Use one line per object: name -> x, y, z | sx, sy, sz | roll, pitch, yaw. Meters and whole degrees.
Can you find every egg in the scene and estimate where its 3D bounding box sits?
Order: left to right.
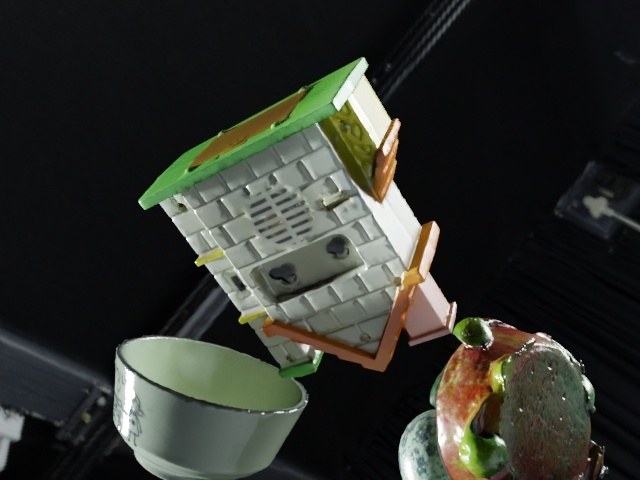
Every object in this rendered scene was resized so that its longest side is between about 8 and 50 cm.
egg -> 0.189, 0.350, 1.223 | 0.132, 0.132, 0.172 | 47, -142, -47

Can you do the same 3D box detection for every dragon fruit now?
dragon fruit -> 0.242, 0.229, 0.972 | 0.295, 0.130, 0.268 | 4, -97, -46

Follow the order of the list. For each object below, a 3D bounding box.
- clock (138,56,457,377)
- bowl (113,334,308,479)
clock -> 0.000, 0.000, 0.730 | 0.255, 0.220, 0.106 | 57, -149, -20
bowl -> -0.128, 0.187, 0.827 | 0.212, 0.211, 0.112 | 14, -84, -45
